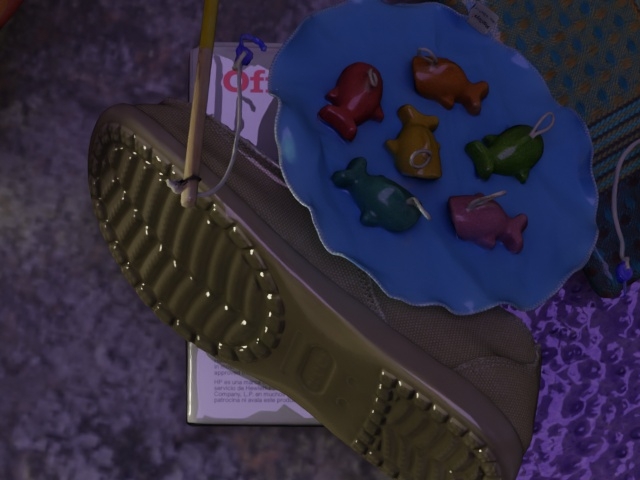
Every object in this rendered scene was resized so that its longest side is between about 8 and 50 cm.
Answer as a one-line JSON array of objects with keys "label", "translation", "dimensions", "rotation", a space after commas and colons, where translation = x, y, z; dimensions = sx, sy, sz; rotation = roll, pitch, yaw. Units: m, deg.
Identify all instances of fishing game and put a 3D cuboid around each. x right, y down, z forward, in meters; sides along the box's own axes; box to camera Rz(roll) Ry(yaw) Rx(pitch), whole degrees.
[{"label": "fishing game", "translation": [0.063, -0.051, 0.818], "dimensions": [0.264, 0.041, 0.189], "rotation": [19, 53, -14]}]

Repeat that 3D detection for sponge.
[{"label": "sponge", "translation": [0.133, 0.049, 0.950], "dimensions": [0.117, 0.031, 0.210], "rotation": [4, 83, -4]}]

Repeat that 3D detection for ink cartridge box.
[{"label": "ink cartridge box", "translation": [0.000, 0.000, 0.917], "dimensions": [0.148, 0.086, 0.203], "rotation": [1, 83, -5]}]

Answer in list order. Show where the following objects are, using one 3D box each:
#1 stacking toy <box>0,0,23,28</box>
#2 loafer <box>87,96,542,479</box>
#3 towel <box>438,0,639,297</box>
[{"label": "stacking toy", "translation": [-0.264, -0.121, 0.849], "dimensions": [0.350, 0.350, 0.480], "rotation": [5, 102, -4]}, {"label": "loafer", "translation": [-0.001, 0.022, 0.827], "dimensions": [0.268, 0.102, 0.092], "rotation": [41, 47, 7]}, {"label": "towel", "translation": [0.173, -0.187, 0.944], "dimensions": [0.271, 0.040, 0.370], "rotation": [-28, 91, -19]}]
